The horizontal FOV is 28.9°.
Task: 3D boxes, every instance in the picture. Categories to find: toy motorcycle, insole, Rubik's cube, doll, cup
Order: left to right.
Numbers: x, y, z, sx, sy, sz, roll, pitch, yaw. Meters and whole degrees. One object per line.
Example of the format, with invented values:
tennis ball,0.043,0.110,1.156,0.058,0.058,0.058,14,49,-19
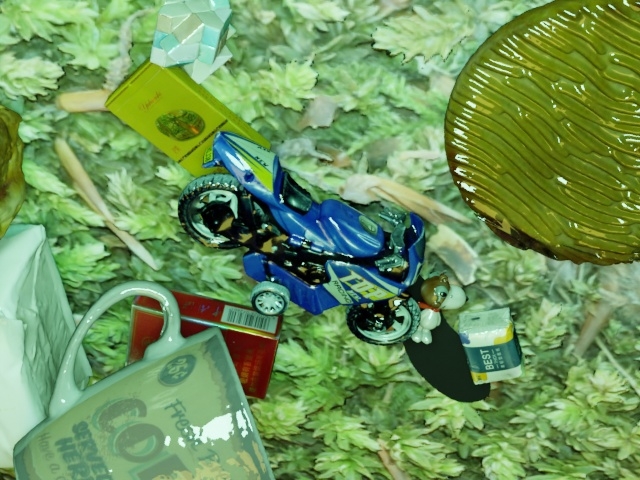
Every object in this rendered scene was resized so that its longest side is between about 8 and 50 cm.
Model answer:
cup,-0.201,0.200,1.331,0.257,0.227,0.301,-19,96,-9
Rubik's cube,-0.116,-0.192,1.173,0.073,0.084,0.075,18,148,0
toy motorcycle,0.000,0.000,1.298,0.315,0.113,0.169,32,125,-20
insole,0.129,0.114,1.442,0.080,0.003,0.232,-19,124,24
doll,0.124,0.074,1.382,0.058,0.040,0.085,29,120,-31

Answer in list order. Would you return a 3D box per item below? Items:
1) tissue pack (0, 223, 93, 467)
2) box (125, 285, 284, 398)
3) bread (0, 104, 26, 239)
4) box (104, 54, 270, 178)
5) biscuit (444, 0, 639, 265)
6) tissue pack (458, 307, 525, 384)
tissue pack,-0.469,0.124,1.435,0.356,0.194,0.266,0,130,9
box,-0.138,0.119,1.465,0.175,0.048,0.112,12,132,0
bread,-0.475,-0.091,1.254,0.344,0.195,0.148,16,111,-3
box,-0.136,-0.119,1.277,0.155,0.023,0.087,39,129,-22
biscuit,0.278,-0.098,1.208,0.318,0.040,0.318,5,131,5
tissue pack,0.195,0.120,1.409,0.062,0.042,0.083,-10,127,14
